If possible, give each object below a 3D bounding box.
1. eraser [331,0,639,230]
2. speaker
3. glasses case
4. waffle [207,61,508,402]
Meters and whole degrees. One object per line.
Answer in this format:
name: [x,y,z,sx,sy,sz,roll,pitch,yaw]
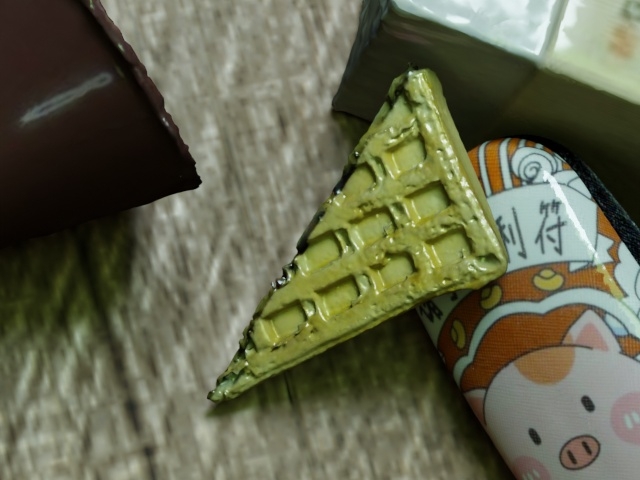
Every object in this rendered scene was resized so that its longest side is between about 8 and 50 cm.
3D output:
eraser: [0.184,-0.048,0.875,0.343,0.144,0.078,20,73,-4]
speaker: [-0.203,0.024,0.803,0.329,0.198,0.259,-43,126,-5]
glasses case: [0.129,0.077,0.845,0.266,0.103,0.067,56,36,8]
waffle: [0.000,0.000,0.842,0.153,0.023,0.097,-27,84,21]
